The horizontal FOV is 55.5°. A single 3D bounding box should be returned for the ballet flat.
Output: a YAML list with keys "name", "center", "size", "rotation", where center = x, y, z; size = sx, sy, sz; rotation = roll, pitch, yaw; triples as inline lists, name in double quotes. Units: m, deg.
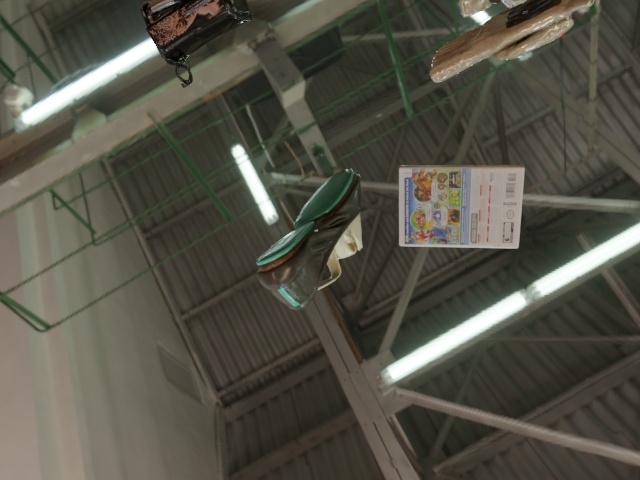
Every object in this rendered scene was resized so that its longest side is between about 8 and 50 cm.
- name: "ballet flat"
  center: [0.000, 0.000, 0.836]
  size: [0.095, 0.096, 0.280]
  rotation: [-21, -161, 36]

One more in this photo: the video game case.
- name: "video game case"
  center: [0.142, -0.034, 0.622]
  size: [0.122, 0.087, 0.011]
  rotation: [1, -157, 10]

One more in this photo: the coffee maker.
- name: "coffee maker"
  center: [-0.225, -0.417, 1.164]
  size: [0.178, 0.171, 0.120]
  rotation: [-19, -151, 24]

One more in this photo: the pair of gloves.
- name: "pair of gloves"
  center: [0.238, -0.287, 0.703]
  size: [0.204, 0.042, 0.240]
  rotation: [-9, -141, 42]
